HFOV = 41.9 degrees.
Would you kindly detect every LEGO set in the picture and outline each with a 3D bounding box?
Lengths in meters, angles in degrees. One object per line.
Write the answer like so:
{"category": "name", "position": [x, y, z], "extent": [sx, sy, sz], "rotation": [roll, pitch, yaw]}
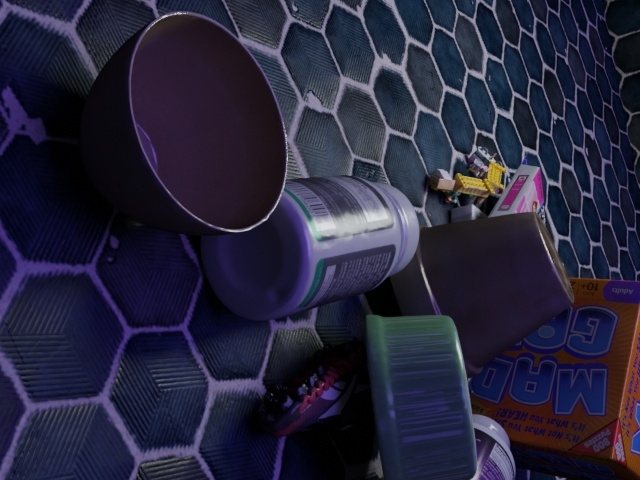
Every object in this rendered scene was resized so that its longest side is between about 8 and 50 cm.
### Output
{"category": "LEGO set", "position": [0.349, -0.122, 1.989], "extent": [0.132, 0.107, 0.287], "rotation": [43, 38, 14]}

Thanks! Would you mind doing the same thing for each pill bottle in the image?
{"category": "pill bottle", "position": [0.000, 0.000, 1.330], "extent": [0.361, 0.204, 0.204], "rotation": [-9, 86, -55]}
{"category": "pill bottle", "position": [0.248, 0.454, 1.532], "extent": [0.323, 0.181, 0.181], "rotation": [-40, 111, -57]}

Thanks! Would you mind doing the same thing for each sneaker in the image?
{"category": "sneaker", "position": [0.005, 0.261, 1.338], "extent": [0.276, 0.097, 0.135], "rotation": [-28, 99, -56]}

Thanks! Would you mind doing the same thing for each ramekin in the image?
{"category": "ramekin", "position": [0.164, 0.265, 1.388], "extent": [0.303, 0.148, 0.303], "rotation": [-8, 90, -86]}

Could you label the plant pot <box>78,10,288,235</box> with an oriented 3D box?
{"category": "plant pot", "position": [-0.204, -0.130, 1.102], "extent": [0.284, 0.191, 0.284], "rotation": [24, 59, -48]}

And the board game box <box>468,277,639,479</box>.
{"category": "board game box", "position": [0.548, 0.308, 1.795], "extent": [0.356, 0.356, 0.356], "rotation": [37, 64, -43]}

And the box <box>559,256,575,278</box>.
{"category": "box", "position": [0.601, 0.141, 2.209], "extent": [0.207, 0.108, 0.153], "rotation": [47, 44, -36]}

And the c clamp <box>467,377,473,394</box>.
{"category": "c clamp", "position": [0.279, 0.301, 1.685], "extent": [0.022, 0.137, 0.160], "rotation": [47, 32, 0]}

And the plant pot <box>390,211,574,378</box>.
{"category": "plant pot", "position": [0.320, 0.081, 1.618], "extent": [0.323, 0.280, 0.323], "rotation": [52, 23, -33]}

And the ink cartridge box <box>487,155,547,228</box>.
{"category": "ink cartridge box", "position": [0.487, -0.057, 2.017], "extent": [0.371, 0.069, 0.176], "rotation": [-50, 132, -52]}

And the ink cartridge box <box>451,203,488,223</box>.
{"category": "ink cartridge box", "position": [0.407, 0.088, 1.991], "extent": [0.296, 0.066, 0.261], "rotation": [30, 56, -46]}
